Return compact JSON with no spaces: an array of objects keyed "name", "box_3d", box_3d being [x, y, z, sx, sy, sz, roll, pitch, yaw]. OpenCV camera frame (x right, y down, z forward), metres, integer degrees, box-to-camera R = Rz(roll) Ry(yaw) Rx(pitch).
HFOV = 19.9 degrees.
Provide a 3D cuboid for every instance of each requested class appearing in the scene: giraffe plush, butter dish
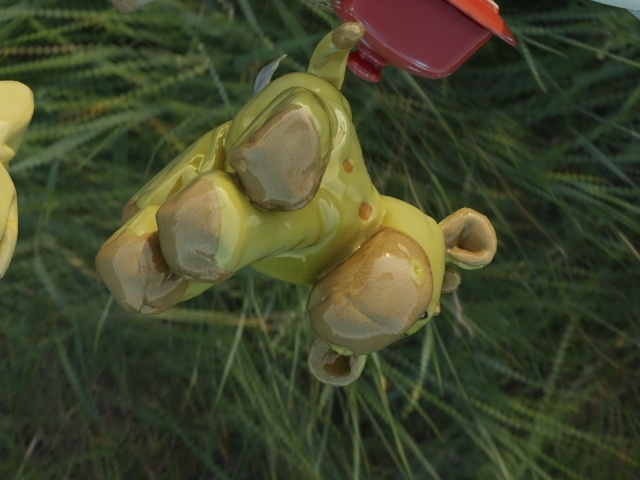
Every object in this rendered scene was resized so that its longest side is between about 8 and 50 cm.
[{"name":"giraffe plush","box_3d":[0.000,0.000,1.046,0.181,0.210,0.170,-32,105,37]},{"name":"butter dish","box_3d":[0.065,-0.185,1.520,0.160,0.160,0.118,32,103,-16]}]

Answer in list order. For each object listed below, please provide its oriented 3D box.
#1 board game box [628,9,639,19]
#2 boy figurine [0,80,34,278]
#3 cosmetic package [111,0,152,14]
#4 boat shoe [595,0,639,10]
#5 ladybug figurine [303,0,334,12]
[{"name":"board game box","box_3d":[0.326,-0.314,1.448,0.144,0.142,0.275,40,64,7]},{"name":"boy figurine","box_3d":[-0.310,-0.032,1.479,0.092,0.285,0.177,-8,139,26]},{"name":"cosmetic package","box_3d":[-0.082,-0.318,1.552,0.129,0.296,0.153,54,52,-16]},{"name":"boat shoe","box_3d":[0.184,-0.156,0.635,0.319,0.099,0.116,-7,148,-14]},{"name":"ladybug figurine","box_3d":[0.084,-0.364,1.742,0.305,0.449,0.162,22,63,-19]}]
